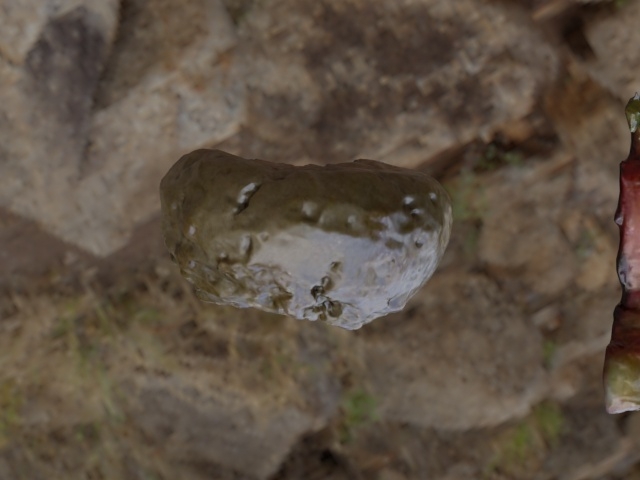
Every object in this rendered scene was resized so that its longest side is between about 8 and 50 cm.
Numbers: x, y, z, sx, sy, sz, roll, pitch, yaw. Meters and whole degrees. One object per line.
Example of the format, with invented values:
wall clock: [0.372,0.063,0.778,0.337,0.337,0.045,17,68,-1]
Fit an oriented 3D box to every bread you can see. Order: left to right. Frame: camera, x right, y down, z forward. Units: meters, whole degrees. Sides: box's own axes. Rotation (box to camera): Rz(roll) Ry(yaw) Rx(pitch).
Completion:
bread: [0.000,0.000,0.603,0.113,0.060,0.082,4,-171,-35]

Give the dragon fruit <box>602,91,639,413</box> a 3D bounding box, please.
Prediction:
dragon fruit: [0.158,0.006,0.466,0.147,0.102,0.096,6,-178,-40]
